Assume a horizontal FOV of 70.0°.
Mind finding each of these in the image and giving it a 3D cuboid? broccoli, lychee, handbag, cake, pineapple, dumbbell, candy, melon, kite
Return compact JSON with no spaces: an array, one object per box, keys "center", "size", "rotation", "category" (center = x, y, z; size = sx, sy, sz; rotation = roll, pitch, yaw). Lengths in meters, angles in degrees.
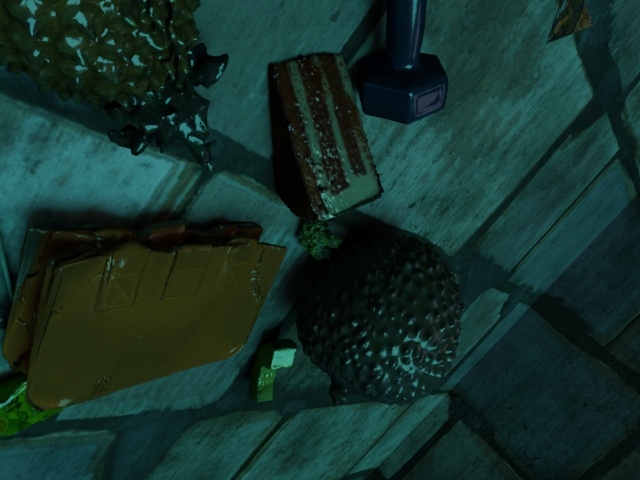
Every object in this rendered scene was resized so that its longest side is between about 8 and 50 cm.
[{"center":[0.000,0.000,0.966],"size":[0.095,0.092,0.096],"rotation":[-3,111,-56],"category":"broccoli"},{"center":[0.135,0.181,1.050],"size":[0.432,0.381,0.380],"rotation":[-59,148,-21],"category":"lychee"},{"center":[-0.276,0.103,0.773],"size":[0.410,0.116,0.303],"rotation":[-3,126,-50],"category":"handbag"},{"center":[-0.012,-0.179,0.811],"size":[0.158,0.160,0.261],"rotation":[-22,104,-23],"category":"cake"},{"center":[-0.207,-0.215,0.497],"size":[0.223,0.223,0.357],"rotation":[-38,152,-4],"category":"pineapple"},{"center":[0.130,-0.346,0.691],"size":[0.144,0.160,0.324],"rotation":[-56,155,-37],"category":"dumbbell"},{"center":[-0.552,0.293,0.791],"size":[0.247,0.069,0.148],"rotation":[-17,134,-30],"category":"candy"},{"center":[-0.131,0.325,1.154],"size":[0.064,0.118,0.209],"rotation":[9,109,-30],"category":"melon"},{"center":[0.551,-0.494,1.025],"size":[0.222,0.008,0.125],"rotation":[19,116,-48],"category":"kite"}]

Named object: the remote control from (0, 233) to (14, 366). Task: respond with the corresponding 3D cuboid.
[{"center":[-0.508,0.084,0.634],"size":[0.140,0.056,0.296],"rotation":[-10,132,-33],"category":"remote control"}]
